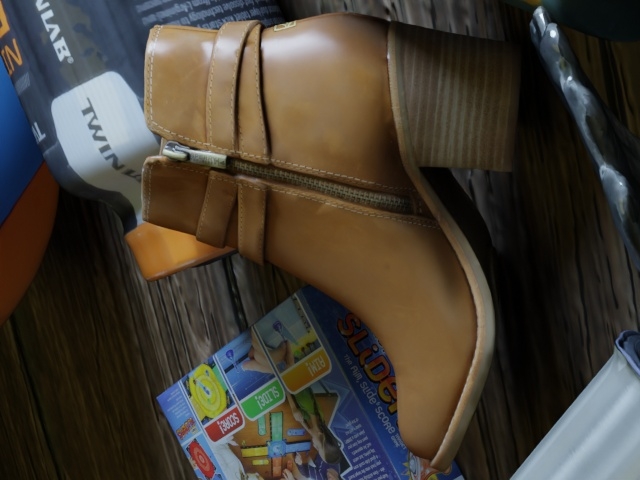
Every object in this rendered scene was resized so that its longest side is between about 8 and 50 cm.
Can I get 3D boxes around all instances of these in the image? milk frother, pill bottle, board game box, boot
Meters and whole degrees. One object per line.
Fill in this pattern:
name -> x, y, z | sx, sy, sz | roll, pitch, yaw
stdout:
milk frother -> 0.114, 0.105, 0.620 | 0.134, 0.129, 0.143 | -53, 27, 16
pill bottle -> -0.087, -0.107, 0.731 | 0.130, 0.130, 0.245 | -21, 92, 57
board game box -> -0.010, 0.111, 0.843 | 0.136, 0.035, 0.201 | 62, 147, 6
boot -> 0.000, 0.000, 0.658 | 0.073, 0.152, 0.197 | -73, -14, -71

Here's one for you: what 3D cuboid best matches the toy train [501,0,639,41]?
toy train -> 0.043, -0.160, 0.459 | 0.334, 0.142, 0.190 | 36, 153, 58

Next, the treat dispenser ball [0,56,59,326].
treat dispenser ball -> -0.296, -0.043, 0.920 | 0.288, 0.288, 0.288 | 32, 134, 41

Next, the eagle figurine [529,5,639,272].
eagle figurine -> 0.155, 0.094, 0.405 | 0.225, 0.226, 0.298 | -101, 12, -63
